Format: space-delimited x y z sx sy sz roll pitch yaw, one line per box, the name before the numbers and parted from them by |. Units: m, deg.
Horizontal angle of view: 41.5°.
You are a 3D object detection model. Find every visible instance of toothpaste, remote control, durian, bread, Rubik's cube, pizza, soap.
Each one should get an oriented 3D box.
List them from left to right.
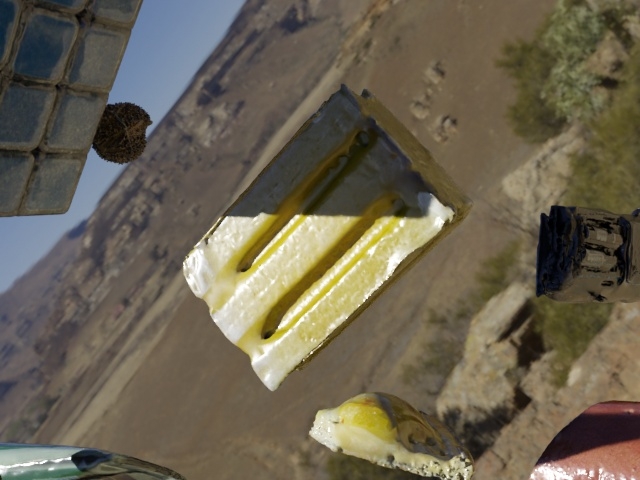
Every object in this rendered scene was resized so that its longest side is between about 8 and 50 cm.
Rubik's cube | -0.450 -0.236 0.911 0.337 0.344 0.344 -7 -56 -63
toothpaste | -0.300 0.203 0.719 0.392 0.099 0.061 -8 63 25
durian | -0.253 -0.139 1.086 0.091 0.080 0.080 -21 -13 -42
soap | 0.000 0.000 0.969 0.315 0.199 0.091 -47 -17 24
pizza | 0.105 0.244 1.086 0.204 0.188 0.080 -165 84 -66
remote control | 0.413 0.019 1.190 0.062 0.399 0.144 4 91 40
bread | 0.285 0.187 0.749 0.193 0.067 0.119 -7 33 39

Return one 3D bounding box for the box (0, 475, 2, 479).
box | -0.332 0.155 0.548 0.220 0.140 0.064 -16 -14 -24
